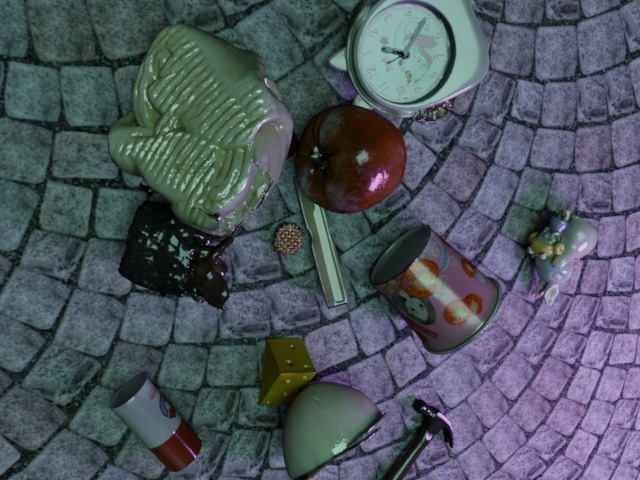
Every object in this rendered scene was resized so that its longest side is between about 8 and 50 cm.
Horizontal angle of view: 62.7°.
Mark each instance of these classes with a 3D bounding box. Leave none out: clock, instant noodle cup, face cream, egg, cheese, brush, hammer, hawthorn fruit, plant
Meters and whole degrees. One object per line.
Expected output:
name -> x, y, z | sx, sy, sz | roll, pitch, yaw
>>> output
clock -> 0.183, -0.411, 1.148 | 0.324, 0.108, 0.265 | -26, 110, 3
instant noodle cup -> 0.264, 0.106, 1.254 | 0.231, 0.243, 0.243 | 44, 86, -14
face cream -> -0.365, 0.410, 1.175 | 0.096, 0.096, 0.214 | -35, 110, -8
egg -> 0.010, 0.435, 1.254 | 0.264, 0.286, 0.174 | -30, 70, -17
cheese -> -0.090, 0.338, 1.263 | 0.093, 0.126, 0.171 | 4, 119, -25
brush -> 0.000, 0.000, 1.239 | 0.060, 0.050, 0.321 | -16, 98, -12
hammer -> 0.201, 0.646, 1.439 | 0.168, 0.044, 0.440 | 39, 88, -20
hawthorn fruit -> 0.075, -0.184, 1.121 | 0.263, 0.235, 0.231 | -36, 101, -16
plant -> -0.282, 0.021, 1.073 | 0.234, 0.204, 0.178 | 16, 106, -10

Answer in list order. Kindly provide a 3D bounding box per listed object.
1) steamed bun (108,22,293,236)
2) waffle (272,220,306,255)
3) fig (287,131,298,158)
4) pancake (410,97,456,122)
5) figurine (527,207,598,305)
steamed bun -> -0.213, -0.195, 1.031 | 0.346, 0.237, 0.394 | -9, 86, 16
waffle -> -0.074, -0.002, 1.219 | 0.075, 0.029, 0.083 | 10, 101, -17
fig -> -0.108, -0.232, 1.144 | 0.089, 0.089, 0.125 | -36, 82, -8
pancake -> 0.248, -0.380, 1.250 | 0.199, 0.021, 0.199 | -4, 103, -17
figurine -> 0.628, 0.046, 1.410 | 0.155, 0.127, 0.236 | 28, 95, -39
